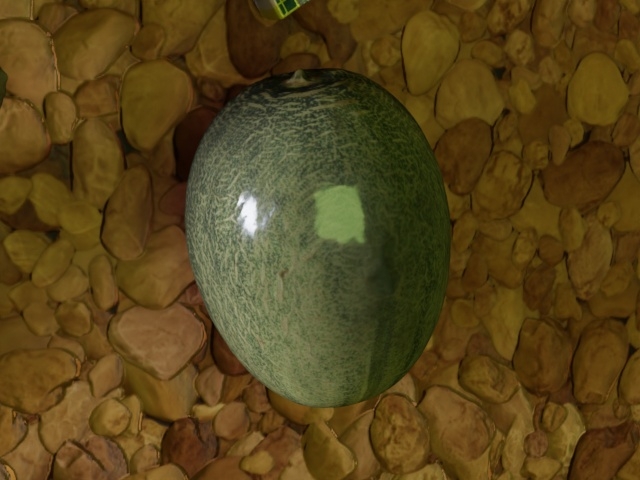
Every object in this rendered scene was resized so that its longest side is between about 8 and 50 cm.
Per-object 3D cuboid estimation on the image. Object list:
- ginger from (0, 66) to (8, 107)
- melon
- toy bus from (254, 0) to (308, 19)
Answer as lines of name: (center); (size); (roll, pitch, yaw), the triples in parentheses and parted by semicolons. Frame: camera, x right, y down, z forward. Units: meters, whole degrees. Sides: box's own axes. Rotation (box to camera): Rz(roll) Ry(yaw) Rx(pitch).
ginger: (-0.368, -0.202, 0.923); (0.245, 0.155, 0.303); (-2, 76, -11)
melon: (0.000, 0.000, 1.126); (0.249, 0.249, 0.329); (-17, 110, -23)
toy bus: (-0.053, -0.267, 1.154); (0.058, 0.052, 0.102); (-39, 116, -16)
